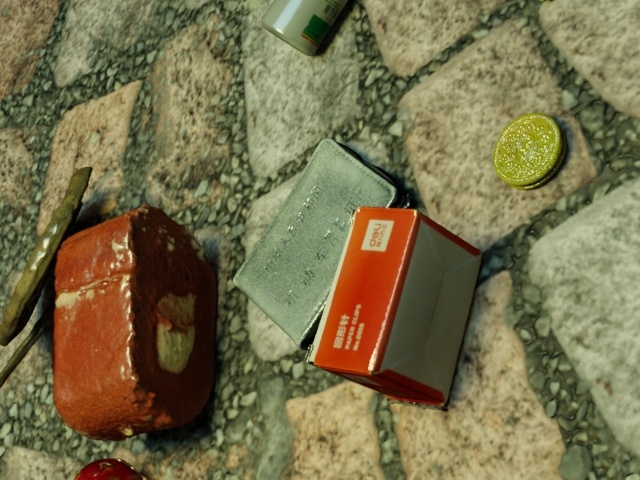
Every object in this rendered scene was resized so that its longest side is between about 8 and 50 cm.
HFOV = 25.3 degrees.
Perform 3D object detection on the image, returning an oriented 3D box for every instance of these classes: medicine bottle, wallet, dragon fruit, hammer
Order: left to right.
[{"bbox_3d":[-0.405,0.138,1.969,0.292,0.029,0.058,-52,43,12],"label":"hammer"},{"bbox_3d":[-0.227,0.311,1.678,0.190,0.094,0.094,16,81,40],"label":"dragon fruit"},{"bbox_3d":[-0.009,-0.303,1.783,0.130,0.080,0.080,-56,44,5],"label":"medicine bottle"},{"bbox_3d":[-0.002,-0.001,1.659,0.222,0.036,0.167,-56,44,7],"label":"wallet"}]

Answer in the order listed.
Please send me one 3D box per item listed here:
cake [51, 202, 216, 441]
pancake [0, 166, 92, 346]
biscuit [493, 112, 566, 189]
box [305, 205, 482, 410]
[{"bbox_3d":[-0.217,0.101,1.708,0.151,0.177,0.283,-22,62,33],"label":"cake"},{"bbox_3d":[-0.355,0.011,1.863,0.288,0.033,0.286,-78,14,-56],"label":"pancake"},{"bbox_3d":[0.222,-0.095,1.512,0.084,0.023,0.084,-19,57,33],"label":"biscuit"},{"bbox_3d":[0.079,0.070,1.482,0.099,0.133,0.182,4,74,44],"label":"box"}]
